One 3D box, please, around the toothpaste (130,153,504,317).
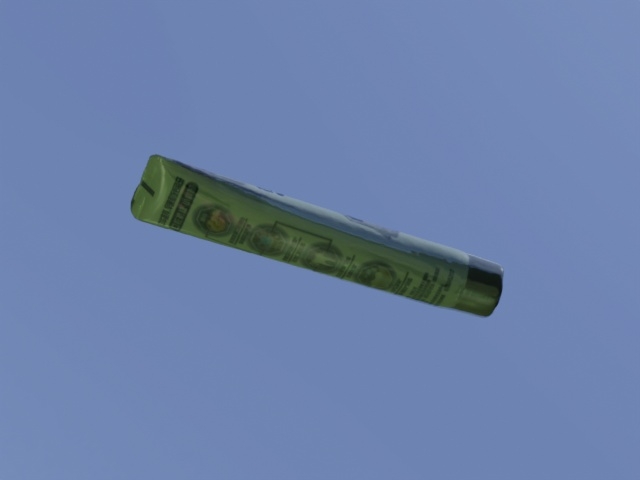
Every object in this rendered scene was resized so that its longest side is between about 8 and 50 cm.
[{"bbox_3d":[0.000,0.000,0.967,0.239,0.039,0.062,17,-42,-11],"label":"toothpaste"}]
